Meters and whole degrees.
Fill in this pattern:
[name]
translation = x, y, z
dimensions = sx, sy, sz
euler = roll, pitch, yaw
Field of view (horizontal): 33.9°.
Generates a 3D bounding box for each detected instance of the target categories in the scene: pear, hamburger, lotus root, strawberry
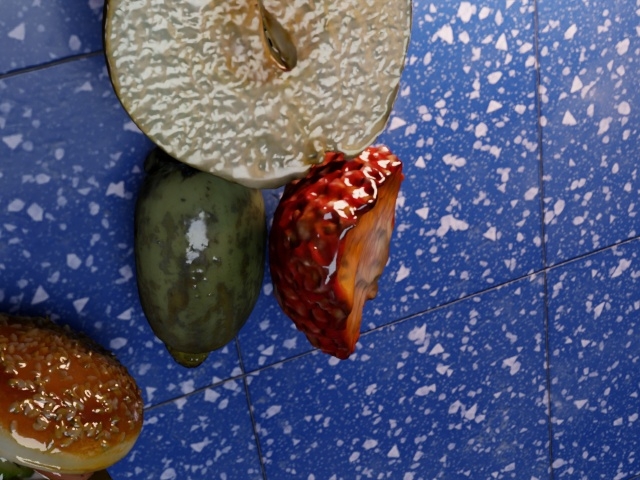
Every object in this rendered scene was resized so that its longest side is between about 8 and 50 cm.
[pear]
translation = -0.087, -0.262, 1.170
dimensions = 0.340, 0.191, 0.387
euler = -24, 121, -8
[hamburger]
translation = -0.356, 0.213, 1.230
dimensions = 0.291, 0.291, 0.225
euler = 19, 104, -31
[lotus root]
translation = -0.149, 0.027, 1.307
dimensions = 0.173, 0.173, 0.309
euler = -10, 119, -20
[strawberry]
translation = 0.000, 0.000, 1.274
dimensions = 0.149, 0.336, 0.265
euler = 17, 90, 9
